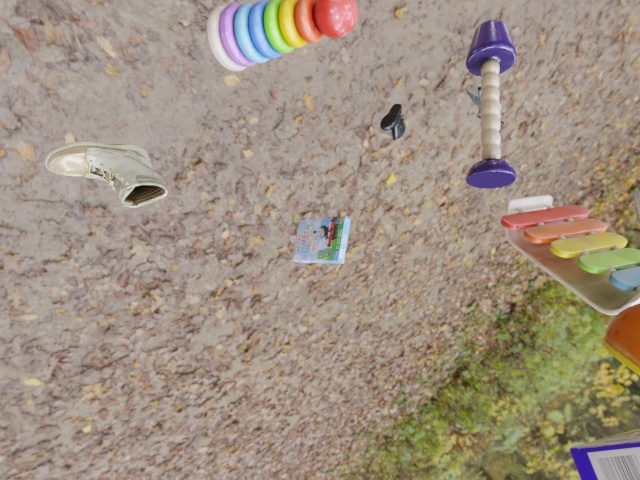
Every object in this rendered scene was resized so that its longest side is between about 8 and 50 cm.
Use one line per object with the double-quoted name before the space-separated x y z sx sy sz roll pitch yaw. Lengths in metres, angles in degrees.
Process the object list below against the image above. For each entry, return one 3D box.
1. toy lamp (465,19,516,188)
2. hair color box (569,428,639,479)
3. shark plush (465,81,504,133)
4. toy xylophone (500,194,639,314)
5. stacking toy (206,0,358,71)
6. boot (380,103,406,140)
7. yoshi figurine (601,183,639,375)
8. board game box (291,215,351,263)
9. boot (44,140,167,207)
"toy lamp" 0.270 -0.221 0.641 0.080 0.080 0.274 20 71 -47
"hair color box" 0.739 0.478 0.891 0.339 0.109 0.185 11 146 -32
"shark plush" 0.445 -0.348 1.070 0.073 0.067 0.161 -43 103 -29
"toy xylophone" 0.500 0.015 0.743 0.237 0.322 0.081 -13 126 -23
"stacking toy" -0.078 -0.456 0.862 0.141 0.331 0.141 -14 106 -59
"boot" 0.232 -0.360 1.280 0.121 0.045 0.099 -58 148 -25
"yoshi figurine" 0.354 -0.026 0.213 0.362 0.203 0.203 -59 177 10
"board game box" 0.000 0.000 1.419 0.039 0.212 0.160 25 70 -46
"boot" -0.464 -0.141 0.885 0.213 0.165 0.077 -12 142 -39
